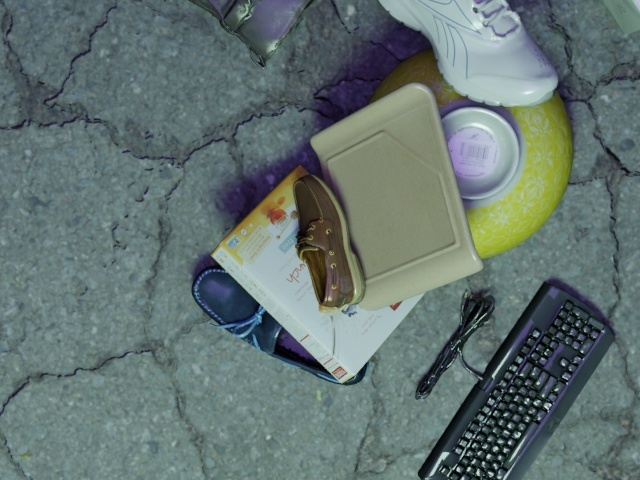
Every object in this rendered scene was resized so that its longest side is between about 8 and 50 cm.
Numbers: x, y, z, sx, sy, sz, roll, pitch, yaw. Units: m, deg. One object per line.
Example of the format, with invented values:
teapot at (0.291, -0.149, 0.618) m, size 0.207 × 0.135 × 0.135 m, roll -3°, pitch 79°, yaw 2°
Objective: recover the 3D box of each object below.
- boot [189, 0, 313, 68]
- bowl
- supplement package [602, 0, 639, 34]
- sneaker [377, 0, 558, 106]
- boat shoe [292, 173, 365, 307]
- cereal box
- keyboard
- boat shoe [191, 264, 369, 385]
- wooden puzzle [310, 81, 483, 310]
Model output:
boot at (-0.094, -0.382, 1.808) m, size 0.229 × 0.091 × 0.263 m, roll 28°, pitch 99°, yaw -6°
bowl at (0.188, -0.111, 1.777) m, size 0.289 × 0.156 × 0.289 m, roll 0°, pitch 95°, yaw 1°
supplement package at (0.466, -0.411, 1.730) m, size 0.293 × 0.177 × 0.175 m, roll -34°, pitch 93°, yaw 4°
sneaker at (0.178, -0.278, 1.705) m, size 0.111 × 0.129 × 0.297 m, roll -31°, pitch 65°, yaw -31°
boat shoe at (0.000, 0.000, 1.757) m, size 0.060 × 0.064 × 0.178 m, roll -12°, pitch 76°, yaw -31°
cereal box at (0.001, 0.042, 1.807) m, size 0.240 × 0.047 × 0.173 m, roll 44°, pitch 58°, yaw -2°
keyboard at (0.232, 0.196, 1.864) m, size 0.201 × 0.033 × 0.317 m, roll 32°, pitch 94°, yaw -1°
boat shoe at (-0.049, 0.104, 1.836) m, size 0.258 × 0.089 × 0.109 m, roll 23°, pitch 95°, yaw 0°
wooden puzzle at (0.094, -0.050, 1.722) m, size 0.044 × 0.221 × 0.238 m, roll -12°, pitch 81°, yaw -41°
